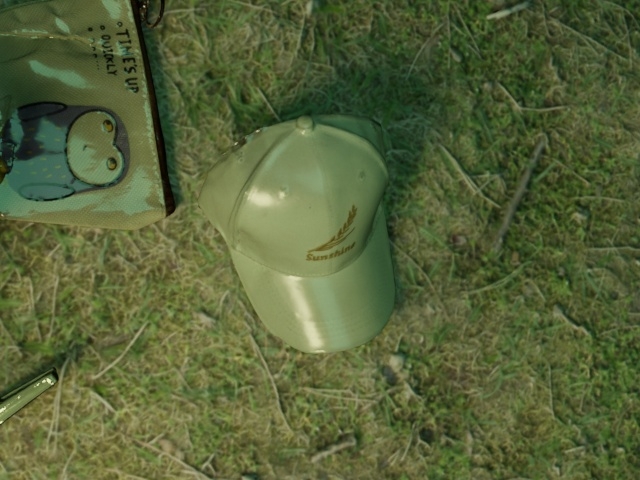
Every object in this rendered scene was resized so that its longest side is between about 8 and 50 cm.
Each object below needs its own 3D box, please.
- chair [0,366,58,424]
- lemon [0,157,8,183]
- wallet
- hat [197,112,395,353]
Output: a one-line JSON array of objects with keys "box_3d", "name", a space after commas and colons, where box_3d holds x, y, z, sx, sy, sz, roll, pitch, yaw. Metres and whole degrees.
[{"box_3d": [-0.497, 0.191, 1.452, 0.275, 0.190, 0.203, -38, 94, 16], "name": "chair"}, {"box_3d": [-0.516, -0.057, 1.424, 0.310, 0.253, 0.253, -17, 89, 2], "name": "lemon"}, {"box_3d": [-0.323, -0.171, 1.575, 0.275, 0.068, 0.335, -8, 88, -15], "name": "wallet"}, {"box_3d": [-0.003, -0.004, 1.581, 0.258, 0.168, 0.301, -16, 89, -12], "name": "hat"}]
